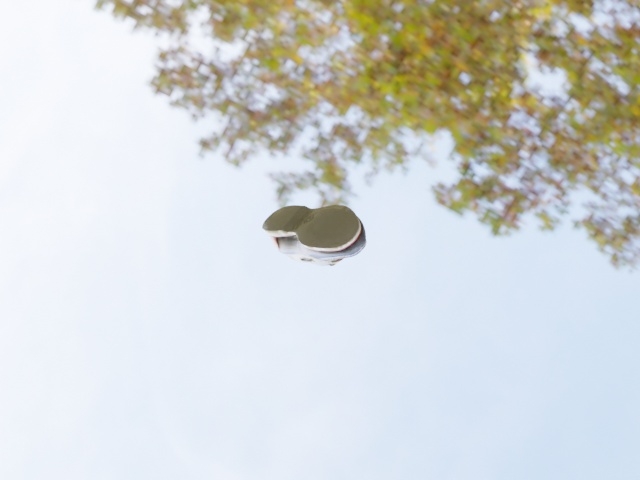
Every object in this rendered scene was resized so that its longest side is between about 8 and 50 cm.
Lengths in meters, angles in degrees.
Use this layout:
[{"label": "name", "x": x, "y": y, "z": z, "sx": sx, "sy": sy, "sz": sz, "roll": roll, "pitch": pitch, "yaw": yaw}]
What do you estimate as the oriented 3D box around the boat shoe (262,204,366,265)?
[{"label": "boat shoe", "x": 0.000, "y": 0.000, "z": 1.141, "sx": 0.049, "sy": 0.043, "sz": 0.137, "roll": -43, "pitch": -156, "yaw": -21}]
